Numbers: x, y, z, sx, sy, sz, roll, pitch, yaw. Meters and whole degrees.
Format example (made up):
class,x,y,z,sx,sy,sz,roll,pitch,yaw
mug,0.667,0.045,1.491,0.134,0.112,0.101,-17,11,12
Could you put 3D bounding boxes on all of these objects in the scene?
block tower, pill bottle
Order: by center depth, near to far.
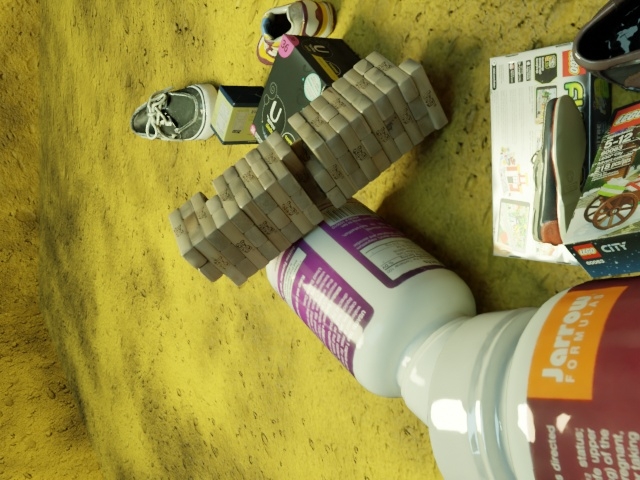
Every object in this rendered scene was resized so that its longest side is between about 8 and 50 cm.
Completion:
class,x,y,z,sx,sy,sz,roll,pitch,yaw
pill bottle,0.276,0.128,0.414,0.392,0.224,0.224,-17,84,54
block tower,-0.018,-0.085,0.727,0.091,0.335,0.097,50,-176,-42
pill bottle,0.075,0.079,0.734,0.301,0.169,0.169,43,130,42

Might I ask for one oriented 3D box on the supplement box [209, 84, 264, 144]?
class,x,y,z,sx,sy,sz,roll,pitch,yaw
supplement box,-0.132,-0.212,1.033,0.056,0.083,0.083,54,136,33

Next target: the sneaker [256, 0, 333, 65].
class,x,y,z,sx,sy,sz,roll,pitch,yaw
sneaker,-0.064,-0.313,0.914,0.185,0.084,0.069,-11,88,55

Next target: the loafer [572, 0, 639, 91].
class,x,y,z,sx,sy,sz,roll,pitch,yaw
loafer,0.311,-0.191,0.403,0.302,0.095,0.109,-33,71,53

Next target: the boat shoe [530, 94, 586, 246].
class,x,y,z,sx,sy,sz,roll,pitch,yaw
boat shoe,0.211,-0.061,0.553,0.043,0.049,0.137,10,110,55

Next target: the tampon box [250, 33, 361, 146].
class,x,y,z,sx,sy,sz,roll,pitch,yaw
tampon box,-0.010,-0.184,0.851,0.120,0.101,0.161,55,137,31

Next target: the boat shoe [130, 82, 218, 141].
class,x,y,z,sx,sy,sz,roll,pitch,yaw
boat shoe,-0.310,-0.259,1.255,0.306,0.105,0.113,12,107,53

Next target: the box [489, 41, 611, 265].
class,x,y,z,sx,sy,sz,roll,pitch,yaw
box,0.224,-0.082,0.602,0.114,0.036,0.206,9,105,54

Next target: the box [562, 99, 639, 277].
class,x,y,z,sx,sy,sz,roll,pitch,yaw
box,0.297,-0.061,0.409,0.044,0.159,0.233,42,150,-20
